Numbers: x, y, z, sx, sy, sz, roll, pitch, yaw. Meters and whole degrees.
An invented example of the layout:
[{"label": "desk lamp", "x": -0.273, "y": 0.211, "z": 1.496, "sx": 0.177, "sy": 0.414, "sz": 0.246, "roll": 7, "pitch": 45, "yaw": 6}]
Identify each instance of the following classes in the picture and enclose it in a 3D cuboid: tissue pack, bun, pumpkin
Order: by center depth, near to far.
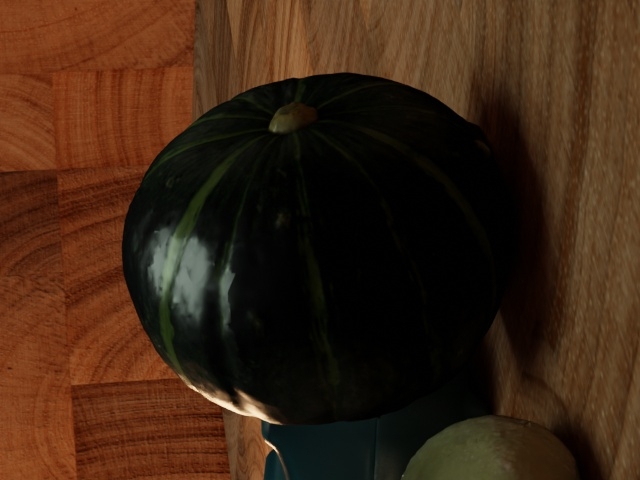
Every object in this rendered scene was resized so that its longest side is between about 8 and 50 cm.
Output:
[{"label": "bun", "x": 0.112, "y": 0.263, "z": 1.402, "sx": 0.273, "sy": 0.168, "sz": 0.273, "roll": -175, "pitch": 90, "yaw": -81}, {"label": "pumpkin", "x": 0.000, "y": 0.000, "z": 1.535, "sx": 0.323, "sy": 0.323, "sz": 0.241, "roll": -105, "pitch": 2, "yaw": -53}, {"label": "tissue pack", "x": 0.046, "y": 0.196, "z": 1.733, "sx": 0.198, "sy": 0.206, "sz": 0.287, "roll": -90, "pitch": 3, "yaw": -59}]
